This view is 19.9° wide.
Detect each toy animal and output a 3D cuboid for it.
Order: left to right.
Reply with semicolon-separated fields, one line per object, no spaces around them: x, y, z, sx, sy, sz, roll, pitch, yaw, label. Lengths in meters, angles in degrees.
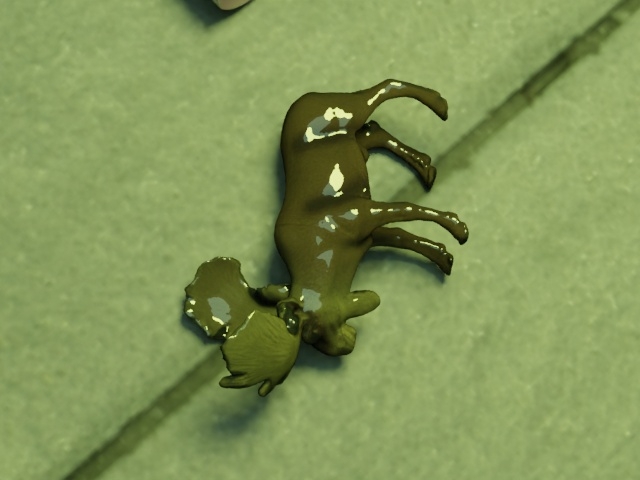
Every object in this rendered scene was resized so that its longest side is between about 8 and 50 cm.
0.000;0.000;1.222;0.186;0.094;0.214;-3;69;-9;toy animal

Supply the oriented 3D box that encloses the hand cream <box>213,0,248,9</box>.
-0.153;-0.289;1.300;0.111;0.070;0.312;-40;74;-10;hand cream
